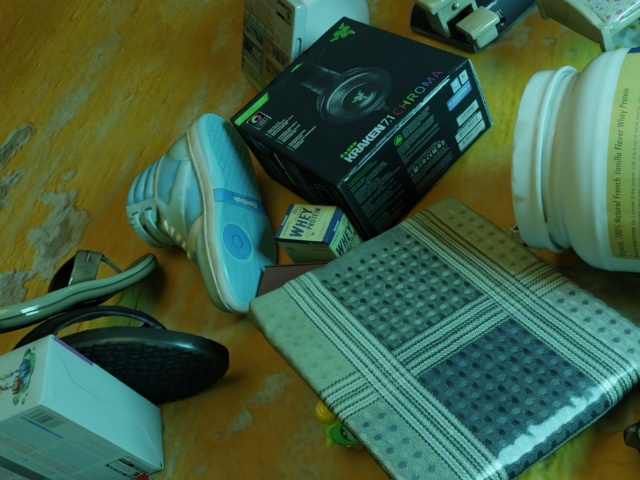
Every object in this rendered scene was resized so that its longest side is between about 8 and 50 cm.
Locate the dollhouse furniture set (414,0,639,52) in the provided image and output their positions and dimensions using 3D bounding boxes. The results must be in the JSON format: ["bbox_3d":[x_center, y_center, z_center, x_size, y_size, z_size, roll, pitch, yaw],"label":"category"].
[{"bbox_3d":[0.315,-0.360,0.915,0.303,0.173,0.355,-36,42,0],"label":"dollhouse furniture set"}]

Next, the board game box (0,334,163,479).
[{"bbox_3d":[-0.378,0.250,0.869,0.304,0.224,0.097,-24,47,10],"label":"board game box"}]

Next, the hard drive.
[{"bbox_3d":[0.272,-0.416,1.156,0.255,0.054,0.172,-44,46,-9],"label":"hard drive"}]

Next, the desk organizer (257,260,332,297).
[{"bbox_3d":[-0.013,0.061,0.937,0.130,0.047,0.050,-4,55,27],"label":"desk organizer"}]

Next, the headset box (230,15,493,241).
[{"bbox_3d":[0.048,-0.170,1.031,0.246,0.131,0.283,-44,45,-10],"label":"headset box"}]

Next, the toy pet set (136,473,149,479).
[{"bbox_3d":[-0.204,0.344,0.824,0.122,0.065,0.114,19,31,36],"label":"toy pet set"}]

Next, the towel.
[{"bbox_3d":[0.129,0.100,0.757,0.312,0.056,0.324,-27,46,-21],"label":"towel"}]

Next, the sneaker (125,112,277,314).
[{"bbox_3d":[-0.184,-0.007,1.055,0.208,0.127,0.318,-31,54,27],"label":"sneaker"}]

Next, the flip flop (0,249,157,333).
[{"bbox_3d":[-0.344,0.056,1.013,0.112,0.080,0.277,-27,-5,43],"label":"flip flop"}]

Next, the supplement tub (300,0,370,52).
[{"bbox_3d":[-0.014,-0.405,1.248,0.144,0.144,0.199,-32,45,3],"label":"supplement tub"}]

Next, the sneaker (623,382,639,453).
[{"bbox_3d":[0.345,0.189,0.603,0.130,0.087,0.227,-33,46,12],"label":"sneaker"}]

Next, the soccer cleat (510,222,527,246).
[{"bbox_3d":[0.254,-0.030,0.865,0.029,0.035,0.083,29,72,42],"label":"soccer cleat"}]

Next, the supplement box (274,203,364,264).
[{"bbox_3d":[0.000,0.000,0.953,0.083,0.083,0.056,4,57,33],"label":"supplement box"}]

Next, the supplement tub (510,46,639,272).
[{"bbox_3d":[0.367,-0.075,0.701,0.316,0.228,0.228,5,57,32],"label":"supplement tub"}]

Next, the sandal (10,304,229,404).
[{"bbox_3d":[-0.324,0.150,0.957,0.446,0.167,0.107,-12,54,22],"label":"sandal"}]

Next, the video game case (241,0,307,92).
[{"bbox_3d":[-0.082,-0.330,1.209,0.023,0.193,0.212,-11,39,-24],"label":"video game case"}]

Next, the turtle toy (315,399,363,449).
[{"bbox_3d":[0.052,0.174,0.786,0.066,0.095,0.130,35,75,23],"label":"turtle toy"}]
